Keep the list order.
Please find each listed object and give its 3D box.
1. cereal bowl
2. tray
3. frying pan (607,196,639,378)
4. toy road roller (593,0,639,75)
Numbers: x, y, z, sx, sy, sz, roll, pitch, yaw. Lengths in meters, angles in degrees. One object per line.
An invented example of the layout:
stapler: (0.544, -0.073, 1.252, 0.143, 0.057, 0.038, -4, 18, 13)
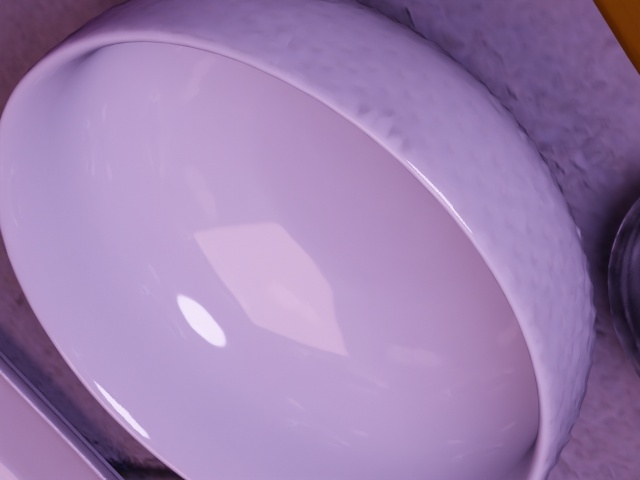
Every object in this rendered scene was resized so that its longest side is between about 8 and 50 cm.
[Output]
cereal bowl: (0.000, 0.000, 1.026, 0.339, 0.141, 0.339, 22, 138, 22)
tray: (-0.203, 0.171, 1.438, 0.270, 0.030, 0.145, 47, 140, -7)
frying pan: (0.209, -0.019, 0.907, 0.197, 0.053, 0.326, -9, 116, 38)
toy road roller: (0.123, -0.212, 0.653, 0.329, 0.202, 0.240, 54, 180, -19)
